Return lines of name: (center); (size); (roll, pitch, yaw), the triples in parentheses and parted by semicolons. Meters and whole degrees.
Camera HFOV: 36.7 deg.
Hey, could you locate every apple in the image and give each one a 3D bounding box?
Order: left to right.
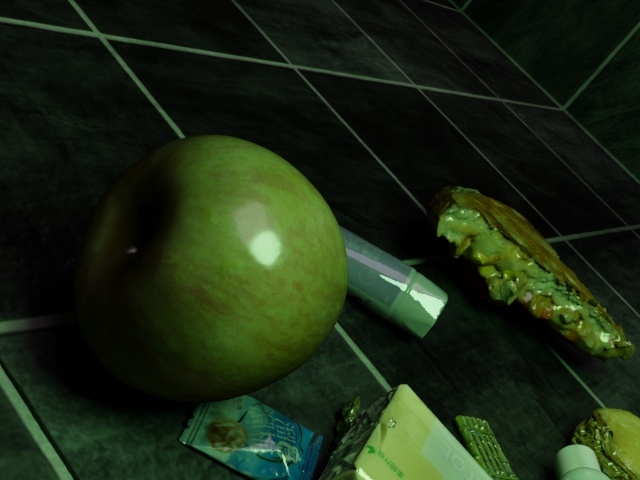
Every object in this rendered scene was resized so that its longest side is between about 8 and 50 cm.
apple: (-0.097, 0.035, 0.909); (0.234, 0.257, 0.257); (38, 21, -42)

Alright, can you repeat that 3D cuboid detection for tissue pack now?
tissue pack: (0.109, 0.272, 0.957); (0.222, 0.090, 0.186); (47, 28, 1)

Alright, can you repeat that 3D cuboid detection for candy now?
candy: (-0.065, 0.194, 0.940); (0.136, 0.038, 0.088); (29, 40, -6)

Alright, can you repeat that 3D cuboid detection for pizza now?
pizza: (0.333, 0.068, 1.573); (0.406, 0.130, 0.440); (46, 16, 12)

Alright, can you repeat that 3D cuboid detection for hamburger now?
hamburger: (0.425, 0.302, 1.363); (0.147, 0.083, 0.138); (16, 38, -37)

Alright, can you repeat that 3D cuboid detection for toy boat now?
toy boat: (0.210, 0.269, 1.203); (0.063, 0.016, 0.115); (17, 34, -37)

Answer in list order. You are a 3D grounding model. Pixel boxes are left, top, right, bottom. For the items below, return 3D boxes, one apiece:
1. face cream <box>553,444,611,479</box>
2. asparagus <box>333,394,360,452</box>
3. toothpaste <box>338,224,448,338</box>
face cream: (0.330, 0.353, 1.154); (0.082, 0.082, 0.269); (31, 26, -17)
asparagus: (0.019, 0.233, 1.003); (0.023, 0.022, 0.233); (-4, 27, 12)
toothpaste: (0.000, 0.000, 1.301); (0.371, 0.080, 0.125); (34, 26, 0)
